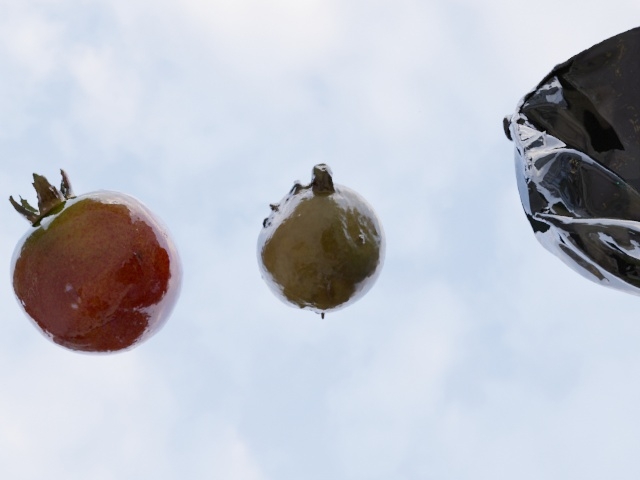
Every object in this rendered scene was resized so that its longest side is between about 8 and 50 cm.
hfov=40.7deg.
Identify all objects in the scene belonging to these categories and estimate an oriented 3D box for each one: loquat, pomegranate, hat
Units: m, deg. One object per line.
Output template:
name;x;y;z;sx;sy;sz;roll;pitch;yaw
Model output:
loquat;0.000;0.000;1.098;0.172;0.149;0.204;-19;-63;-31
pomegranate;-0.294;0.023;1.111;0.221;0.221;0.257;-35;-81;10
hat;0.335;0.014;0.664;0.257;0.366;0.382;-22;-73;48
